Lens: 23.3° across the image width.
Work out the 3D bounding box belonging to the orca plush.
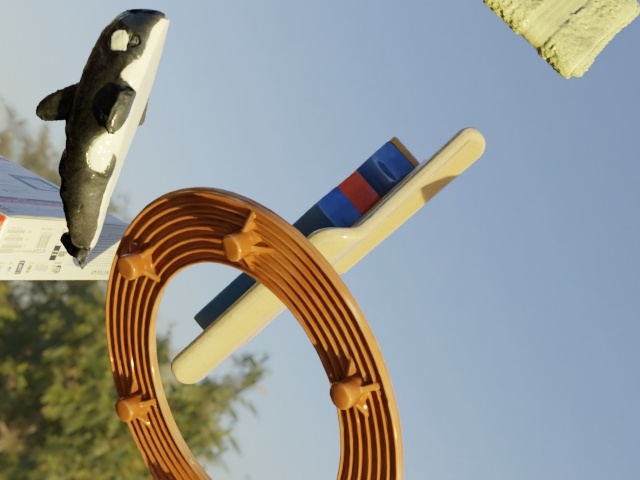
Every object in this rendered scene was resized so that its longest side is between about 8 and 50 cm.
[{"bbox_3d":[-0.253,-0.121,1.663,0.151,0.102,0.287,-67,177,-61],"label":"orca plush"}]

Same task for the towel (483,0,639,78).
[{"bbox_3d":[0.202,-0.200,1.285,0.110,0.148,0.027,43,-43,3],"label":"towel"}]

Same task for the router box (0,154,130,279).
[{"bbox_3d":[-0.435,-0.053,1.901,0.301,0.082,0.335,27,7,17],"label":"router box"}]

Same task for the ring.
[{"bbox_3d":[-0.068,0.123,1.215,0.336,0.032,0.337,21,-58,39],"label":"ring"}]

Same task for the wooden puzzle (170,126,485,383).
[{"bbox_3d":[0.000,0.000,1.773,0.080,0.348,0.322,51,-51,4],"label":"wooden puzzle"}]
